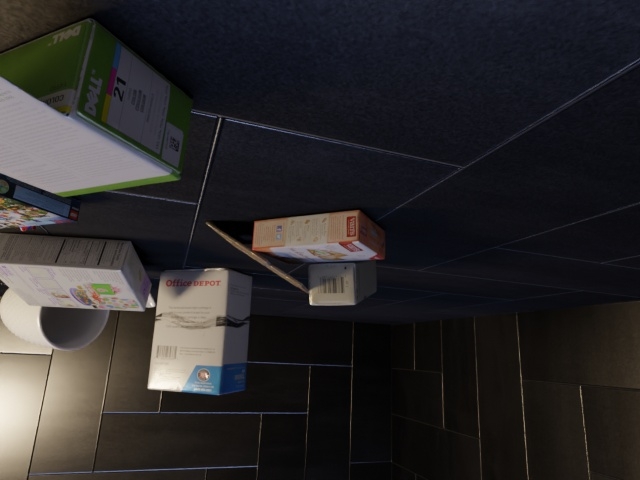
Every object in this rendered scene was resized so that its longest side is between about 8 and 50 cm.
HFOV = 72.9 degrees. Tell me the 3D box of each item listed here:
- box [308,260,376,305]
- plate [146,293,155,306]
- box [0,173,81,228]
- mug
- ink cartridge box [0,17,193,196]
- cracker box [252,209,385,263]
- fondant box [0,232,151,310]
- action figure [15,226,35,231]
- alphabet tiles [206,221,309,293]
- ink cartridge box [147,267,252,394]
[{"bbox_3d":[0.063,0.096,1.067,0.113,0.094,0.275,-3,178,18],"label":"box"},{"bbox_3d":[-0.661,0.110,1.309,0.277,0.045,0.278,3,140,-3],"label":"plate"},{"bbox_3d":[-0.585,-0.068,0.777,0.233,0.044,0.159,-3,164,21],"label":"box"},{"bbox_3d":[-1.006,0.243,1.681,0.328,0.276,0.374,2,-163,26],"label":"mug"},{"bbox_3d":[-0.272,-0.134,0.380,0.189,0.097,0.255,-4,162,24],"label":"ink cartridge box"},{"bbox_3d":[0.000,0.000,0.888,0.232,0.067,0.156,-5,164,26],"label":"cracker box"},{"bbox_3d":[-0.657,0.092,1.166,0.330,0.096,0.238,5,146,-3],"label":"fondant box"},{"bbox_3d":[-0.641,-0.037,0.944,0.038,0.030,0.115,8,167,-38],"label":"action figure"},{"bbox_3d":[-0.129,0.046,0.969,0.237,0.009,0.198,31,171,13],"label":"alphabet tiles"},{"bbox_3d":[-0.401,0.303,1.473,0.286,0.394,0.166,-3,166,21],"label":"ink cartridge box"}]
